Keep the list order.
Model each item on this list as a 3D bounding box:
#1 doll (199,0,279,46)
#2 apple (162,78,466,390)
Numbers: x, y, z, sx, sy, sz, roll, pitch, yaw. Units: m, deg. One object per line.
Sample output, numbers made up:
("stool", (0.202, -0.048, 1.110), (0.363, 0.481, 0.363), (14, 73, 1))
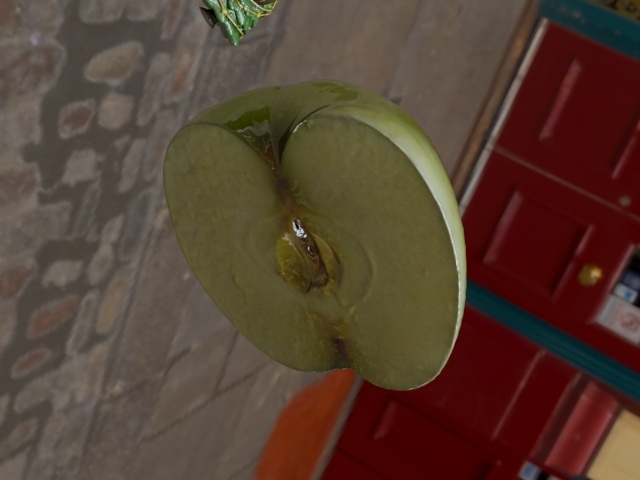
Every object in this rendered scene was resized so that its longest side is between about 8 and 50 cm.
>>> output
("doll", (-0.070, -0.249, 1.122), (0.113, 0.078, 0.076), (-18, 115, -11))
("apple", (0.000, 0.000, 1.241), (0.312, 0.320, 0.360), (-22, 118, -5))
